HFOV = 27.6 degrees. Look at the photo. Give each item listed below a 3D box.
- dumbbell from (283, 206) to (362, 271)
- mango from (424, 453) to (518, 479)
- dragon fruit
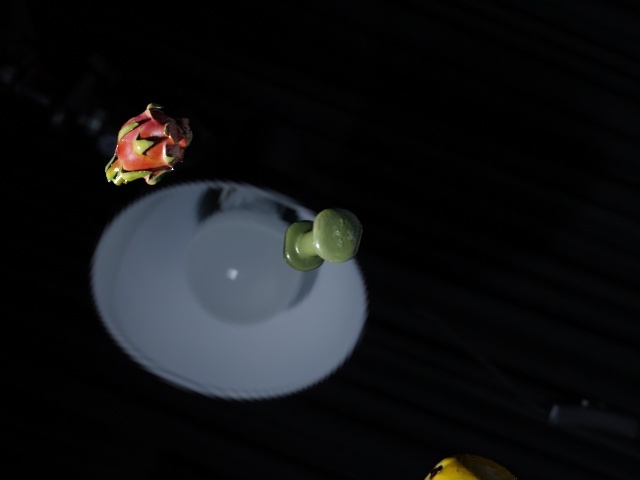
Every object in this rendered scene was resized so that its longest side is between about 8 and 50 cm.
[{"bbox_3d":[0.000,0.000,1.230,0.118,0.046,0.052,160,121,-70],"label":"dumbbell"},{"bbox_3d":[0.146,0.241,1.047,0.089,0.163,0.111,-47,-40,1],"label":"mango"},{"bbox_3d":[-0.210,-0.109,1.575,0.116,0.081,0.086,-33,21,35],"label":"dragon fruit"}]
